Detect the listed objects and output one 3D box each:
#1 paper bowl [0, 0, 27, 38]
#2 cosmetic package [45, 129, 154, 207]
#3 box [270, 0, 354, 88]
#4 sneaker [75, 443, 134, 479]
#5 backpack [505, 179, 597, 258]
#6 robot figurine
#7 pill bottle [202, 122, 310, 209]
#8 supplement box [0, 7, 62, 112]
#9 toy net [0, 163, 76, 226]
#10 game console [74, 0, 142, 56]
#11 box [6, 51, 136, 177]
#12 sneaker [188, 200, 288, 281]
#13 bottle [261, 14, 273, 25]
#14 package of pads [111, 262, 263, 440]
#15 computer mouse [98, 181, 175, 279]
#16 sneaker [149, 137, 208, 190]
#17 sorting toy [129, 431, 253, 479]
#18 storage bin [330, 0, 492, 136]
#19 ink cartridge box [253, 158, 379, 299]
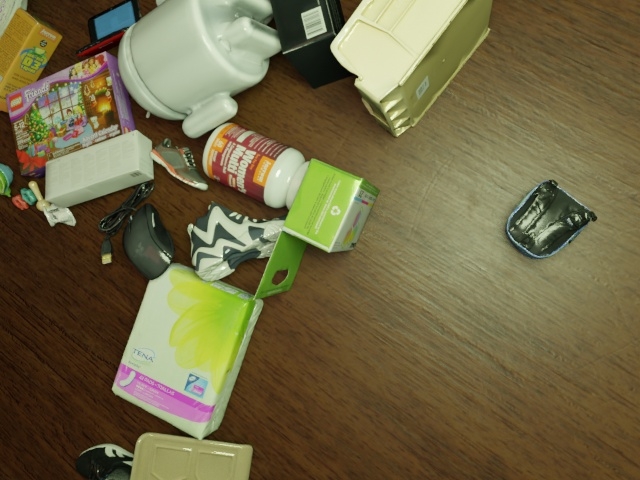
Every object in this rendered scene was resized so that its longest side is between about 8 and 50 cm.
[{"bbox_3d":[-0.828,-0.589,1.142,0.285,0.148,0.283,0,89,17],"label":"paper bowl"},{"bbox_3d":[-0.485,-0.153,1.054,0.239,0.060,0.098,-14,72,14],"label":"cosmetic package"},{"bbox_3d":[-0.024,-0.443,0.883,0.103,0.184,0.261,-15,84,18],"label":"box"},{"bbox_3d":[-0.455,0.494,1.013,0.217,0.121,0.079,1,88,16],"label":"sneaker"},{"bbox_3d":[0.372,-0.027,0.805,0.105,0.084,0.114,44,95,14],"label":"backpack"},{"bbox_3d":[-0.241,-0.353,0.915,0.354,0.200,0.299,-14,84,32],"label":"robot figurine"},{"bbox_3d":[-0.106,-0.135,0.930,0.221,0.121,0.121,25,95,16],"label":"pill bottle"},{"bbox_3d":[-0.721,-0.422,1.143,0.080,0.078,0.233,37,99,14],"label":"supplement box"},{"bbox_3d":[-0.678,-0.087,1.117,0.232,0.045,0.122,35,131,2],"label":"toy net"},{"bbox_3d":[-0.477,-0.479,1.072,0.144,0.124,0.085,-17,110,16],"label":"game console"},{"bbox_3d":[-0.574,-0.282,1.105,0.294,0.057,0.200,-16,84,15],"label":"box"},{"bbox_3d":[-0.156,-0.033,0.955,0.235,0.094,0.153,-28,65,0],"label":"sneaker"},{"bbox_3d":[-0.206,-0.550,0.987,0.283,0.092,0.118,45,99,13],"label":"bottle"},{"bbox_3d":[-0.273,0.213,0.979,0.229,0.101,0.296,21,92,16],"label":"package of pads"},{"bbox_3d":[-0.402,-0.003,0.995,0.184,0.060,0.262,-41,52,13],"label":"computer mouse"},{"bbox_3d":[-0.293,-0.166,1.020,0.158,0.061,0.064,36,92,13],"label":"sneaker"},{"bbox_3d":[-0.272,0.546,0.968,0.229,0.041,0.306,9,91,-8],"label":"sorting toy"},{"bbox_3d":[0.157,-0.326,0.787,0.123,0.262,0.260,41,99,11],"label":"storage bin"},{"bbox_3d":[0.000,0.000,0.861,0.097,0.189,0.255,24,97,14],"label":"ink cartridge box"}]
